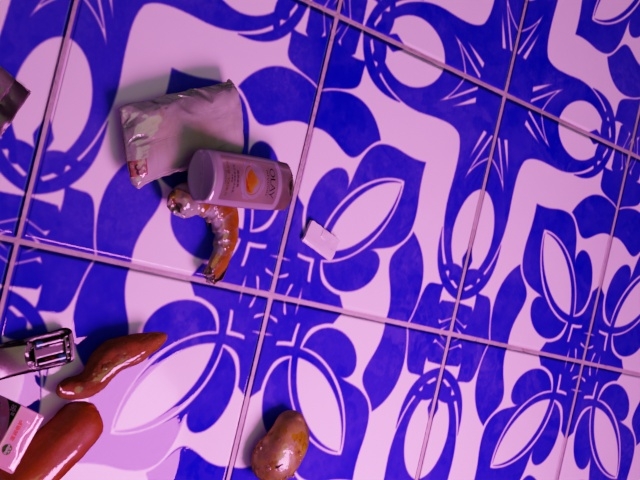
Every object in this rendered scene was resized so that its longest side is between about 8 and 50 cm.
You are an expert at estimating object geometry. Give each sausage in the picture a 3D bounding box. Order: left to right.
[{"bbox_3d":[-0.393,0.309,1.695,0.197,0.076,0.076,-45,126,-39],"label":"sausage"}]

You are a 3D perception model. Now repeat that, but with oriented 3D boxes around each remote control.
[{"bbox_3d":[-0.444,0.170,1.659,0.212,0.028,0.059,-13,108,-42],"label":"remote control"}]

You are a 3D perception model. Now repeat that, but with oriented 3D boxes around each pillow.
[{"bbox_3d":[-0.211,-0.167,1.804,0.229,0.051,0.128,-21,109,-39],"label":"pillow"}]

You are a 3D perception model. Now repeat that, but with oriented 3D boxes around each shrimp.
[{"bbox_3d":[-0.192,-0.013,1.854,0.161,0.049,0.166,3,95,-52],"label":"shrimp"}]

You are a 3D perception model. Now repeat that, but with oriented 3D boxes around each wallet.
[{"bbox_3d":[0.000,0.000,2.063,0.083,0.011,0.044,36,73,-41],"label":"wallet"}]

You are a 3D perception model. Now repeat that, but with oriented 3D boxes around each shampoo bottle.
[{"bbox_3d":[-0.124,-0.094,1.858,0.227,0.056,0.086,6,89,-60],"label":"shampoo bottle"}]

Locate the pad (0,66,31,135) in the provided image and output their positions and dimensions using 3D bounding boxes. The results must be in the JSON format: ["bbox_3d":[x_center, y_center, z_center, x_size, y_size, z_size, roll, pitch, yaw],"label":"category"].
[{"bbox_3d":[-0.504,-0.158,1.547,0.174,0.022,0.233,46,66,-38],"label":"pad"}]

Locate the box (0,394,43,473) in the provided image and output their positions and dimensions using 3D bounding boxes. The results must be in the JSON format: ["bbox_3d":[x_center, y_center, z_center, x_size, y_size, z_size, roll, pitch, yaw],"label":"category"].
[{"bbox_3d":[-0.448,0.260,1.606,0.043,0.125,0.089,40,69,-40],"label":"box"}]

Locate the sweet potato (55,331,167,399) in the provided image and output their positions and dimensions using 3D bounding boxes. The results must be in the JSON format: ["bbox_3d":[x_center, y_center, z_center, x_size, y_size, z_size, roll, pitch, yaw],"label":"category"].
[{"bbox_3d":[-0.317,0.183,1.769,0.202,0.058,0.055,-32,161,-31],"label":"sweet potato"}]

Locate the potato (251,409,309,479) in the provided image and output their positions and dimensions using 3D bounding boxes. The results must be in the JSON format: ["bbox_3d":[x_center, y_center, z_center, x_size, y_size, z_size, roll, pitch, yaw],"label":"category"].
[{"bbox_3d":[-0.065,0.360,2.027,0.138,0.070,0.091,-54,130,-23],"label":"potato"}]
